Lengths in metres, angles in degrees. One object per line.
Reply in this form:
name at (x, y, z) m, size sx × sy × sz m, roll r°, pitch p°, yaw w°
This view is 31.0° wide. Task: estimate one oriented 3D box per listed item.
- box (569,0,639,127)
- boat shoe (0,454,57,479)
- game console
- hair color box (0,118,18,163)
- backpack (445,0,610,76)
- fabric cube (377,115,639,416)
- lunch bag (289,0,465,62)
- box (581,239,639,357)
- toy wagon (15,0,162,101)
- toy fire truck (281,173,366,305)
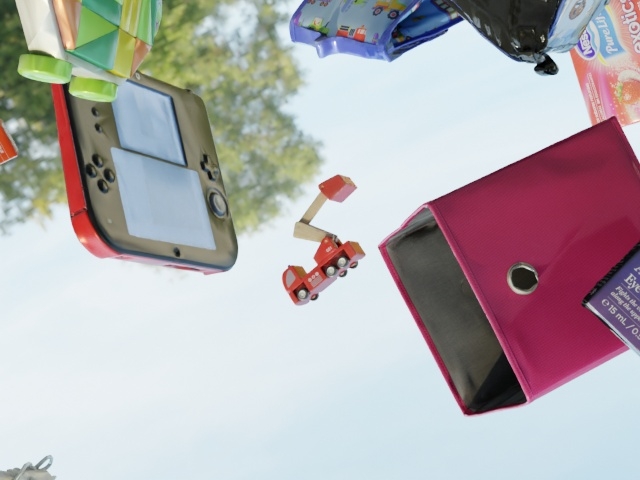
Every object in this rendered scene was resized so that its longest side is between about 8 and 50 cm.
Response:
box at (0.484, -0.338, 1.859) m, size 0.142 × 0.300 × 0.154 m, roll -16°, pitch -177°, yaw 33°
boat shoe at (-0.431, 0.387, 1.707) m, size 0.136 × 0.367 × 0.156 m, roll -50°, pitch -157°, yaw 28°
game console at (-0.274, -0.121, 1.852) m, size 0.060 × 0.342 × 0.386 m, roll -17°, pitch 165°, yaw 26°
hair color box at (-0.472, -0.096, 1.468) m, size 0.167 × 0.053 × 0.093 m, roll -29°, pitch -166°, yaw -9°
backpack at (0.264, -0.381, 1.391) m, size 0.276 × 0.263 × 0.213 m, roll 43°, pitch -134°, yaw 21°
fabric cube at (0.261, 0.040, 1.398) m, size 0.258 × 0.254 × 0.259 m, roll -24°, pitch 174°, yaw -14°
lunch bag at (0.101, -0.359, 1.690) m, size 0.293 × 0.138 × 0.221 m, roll -39°, pitch -142°, yaw -23°
box at (0.391, 0.041, 1.166) m, size 0.207 × 0.153 × 0.108 m, roll -48°, pitch 172°, yaw 7°
toy wagon at (-0.244, -0.296, 1.320) m, size 0.068 × 0.267 × 0.344 m, roll 8°, pitch 179°, yaw 15°
toy fire truck at (0.000, 0.000, 1.856) m, size 0.192 × 0.135 × 0.047 m, roll -40°, pitch 161°, yaw 18°
